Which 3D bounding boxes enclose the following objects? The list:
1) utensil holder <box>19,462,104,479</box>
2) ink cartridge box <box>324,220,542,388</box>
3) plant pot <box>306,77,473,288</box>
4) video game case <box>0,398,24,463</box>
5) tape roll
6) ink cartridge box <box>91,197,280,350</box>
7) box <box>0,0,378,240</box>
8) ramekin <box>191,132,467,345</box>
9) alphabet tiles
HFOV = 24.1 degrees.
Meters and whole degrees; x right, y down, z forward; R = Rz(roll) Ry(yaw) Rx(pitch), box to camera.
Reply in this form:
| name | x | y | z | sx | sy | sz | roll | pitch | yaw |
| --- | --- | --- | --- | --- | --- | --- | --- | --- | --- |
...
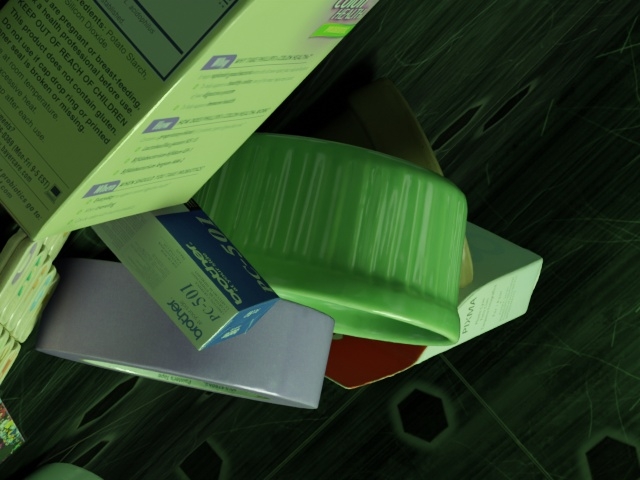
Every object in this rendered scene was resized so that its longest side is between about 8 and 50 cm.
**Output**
| name | x | y | z | sx | sy | sz | roll | pitch | yaw |
| --- | --- | --- | --- | --- | --- | --- | --- | --- | --- |
| utensil holder | -0.449 | 0.546 | 2.140 | 0.385 | 0.327 | 0.327 | -35 | 170 | -46 |
| ink cartridge box | 0.044 | 0.033 | 1.853 | 0.385 | 0.308 | 0.091 | -17 | 128 | -50 |
| plant pot | 0.020 | -0.028 | 1.720 | 0.229 | 0.263 | 0.263 | -22 | 170 | -3 |
| video game case | -0.412 | 0.232 | 1.537 | 0.210 | 0.042 | 0.232 | -41 | 163 | -16 |
| tape roll | -0.128 | 0.090 | 1.429 | 0.275 | 0.274 | 0.090 | 77 | 24 | -80 |
| ink cartridge box | -0.126 | -0.014 | 1.116 | 0.046 | 0.207 | 0.097 | -44 | 171 | 15 |
| box | -0.095 | -0.133 | 0.968 | 0.243 | 0.117 | 0.213 | -44 | 171 | 22 |
| ramekin | 0.000 | 0.000 | 1.467 | 0.303 | 0.303 | 0.148 | 75 | 27 | -81 |
| alphabet tiles | -0.259 | 0.070 | 1.215 | 0.278 | 0.021 | 0.284 | -61 | -179 | -11 |
